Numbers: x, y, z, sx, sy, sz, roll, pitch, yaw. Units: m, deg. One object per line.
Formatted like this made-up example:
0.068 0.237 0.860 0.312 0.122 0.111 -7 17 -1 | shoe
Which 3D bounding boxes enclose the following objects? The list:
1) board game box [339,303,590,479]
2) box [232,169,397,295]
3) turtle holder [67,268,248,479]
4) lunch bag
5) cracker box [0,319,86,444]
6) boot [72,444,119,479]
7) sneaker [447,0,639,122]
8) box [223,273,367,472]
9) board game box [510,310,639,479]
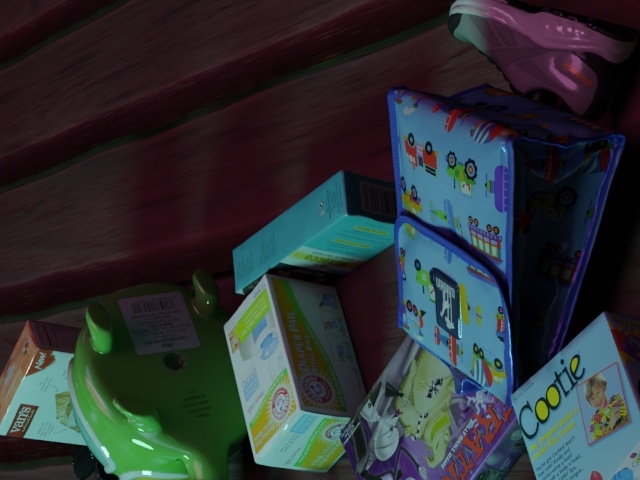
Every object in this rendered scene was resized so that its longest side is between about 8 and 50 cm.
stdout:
0.147 0.162 1.776 0.347 0.056 0.208 -58 41 28 | board game box
0.000 0.000 2.012 0.244 0.100 0.060 -36 51 48 | box
-0.180 0.217 2.143 0.320 0.243 0.227 40 140 12 | turtle holder
0.164 0.012 1.671 0.221 0.138 0.293 30 120 56 | lunch bag
-0.319 0.203 2.322 0.156 0.232 0.067 -61 35 26 | cracker box
-0.329 0.322 2.477 0.099 0.045 0.121 -43 38 40 | boot
0.212 -0.192 1.748 0.271 0.100 0.108 30 111 57 | sneaker
-0.028 0.157 1.999 0.114 0.103 0.203 -51 41 37 | box
0.290 0.220 1.435 0.144 0.142 0.275 -48 42 39 | board game box
